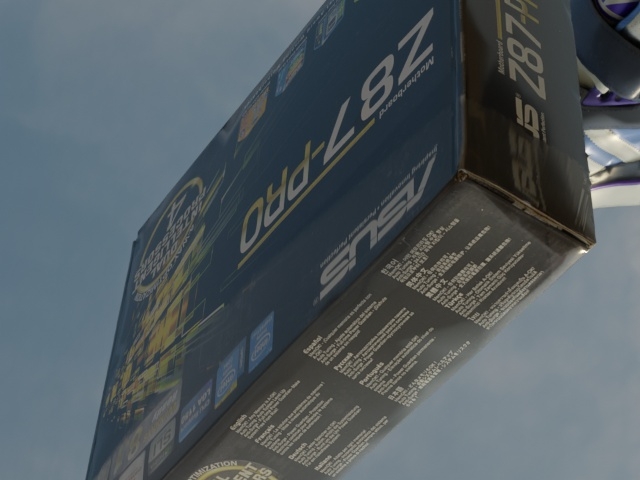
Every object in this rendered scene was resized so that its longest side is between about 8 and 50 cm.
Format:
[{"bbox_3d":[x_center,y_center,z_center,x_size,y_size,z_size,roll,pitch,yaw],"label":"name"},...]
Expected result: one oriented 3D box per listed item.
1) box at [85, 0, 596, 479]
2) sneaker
[{"bbox_3d":[0.000,0.000,1.101,0.097,0.395,0.318,28,-142,-21],"label":"box"},{"bbox_3d":[0.163,-0.126,1.267,0.323,0.236,0.130,-6,-132,-4],"label":"sneaker"}]
